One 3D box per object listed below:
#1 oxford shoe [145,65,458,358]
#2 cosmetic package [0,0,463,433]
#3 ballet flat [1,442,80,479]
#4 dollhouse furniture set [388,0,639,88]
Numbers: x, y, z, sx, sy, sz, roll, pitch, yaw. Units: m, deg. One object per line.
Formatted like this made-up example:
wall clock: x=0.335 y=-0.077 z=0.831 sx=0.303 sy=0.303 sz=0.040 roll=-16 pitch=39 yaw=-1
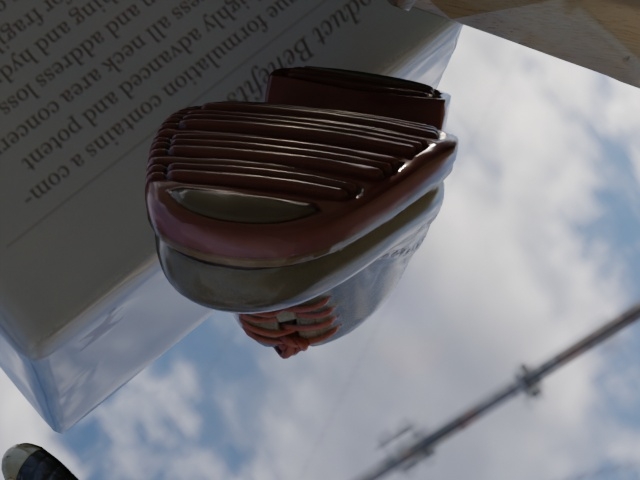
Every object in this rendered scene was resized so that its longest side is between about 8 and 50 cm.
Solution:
oxford shoe: x=0.000 y=0.000 z=0.832 sx=0.123 sy=0.130 sz=0.348 roll=11 pitch=-167 yaw=11
cosmetic package: x=-0.171 y=-0.141 z=1.160 sx=0.394 sy=0.329 sz=0.327 roll=50 pitch=167 yaw=7
ballet flat: x=-0.138 y=0.179 z=1.007 sx=0.049 sy=0.057 sz=0.173 roll=-24 pitch=-126 yaw=-24
dollhouse furniture set: x=0.178 y=-0.294 z=0.889 sx=0.256 sy=0.394 sz=0.362 roll=10 pitch=-147 yaw=-47
